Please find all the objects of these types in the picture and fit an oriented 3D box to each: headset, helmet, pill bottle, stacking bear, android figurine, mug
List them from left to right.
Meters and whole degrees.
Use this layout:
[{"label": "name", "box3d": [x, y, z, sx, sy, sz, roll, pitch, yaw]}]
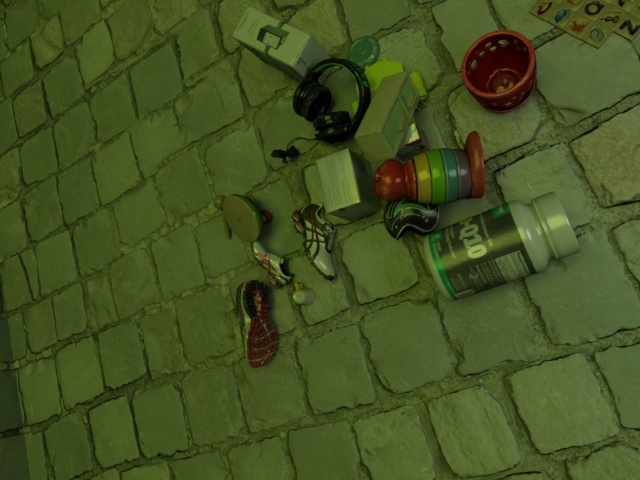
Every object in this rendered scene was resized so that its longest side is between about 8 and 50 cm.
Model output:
[{"label": "mug", "box3d": [-0.067, 0.184, 1.691, 0.078, 0.064, 0.062, 38, 102, 25]}, {"label": "headset", "box3d": [-0.011, -0.413, 1.653, 0.243, 0.185, 0.394, 54, 129, 13]}, {"label": "android figurine", "box3d": [0.215, -0.463, 1.629, 0.248, 0.056, 0.272, -23, 76, 23]}, {"label": "helmet", "box3d": [0.270, -0.082, 1.501, 0.162, 0.169, 0.169, 5, 86, 11]}, {"label": "stacking bear", "box3d": [0.288, -0.176, 1.380, 0.289, 0.175, 0.164, -7, 69, 6]}, {"label": "pill bottle", "box3d": [0.481, 0.015, 1.361, 0.361, 0.204, 0.204, -24, 74, 22]}]

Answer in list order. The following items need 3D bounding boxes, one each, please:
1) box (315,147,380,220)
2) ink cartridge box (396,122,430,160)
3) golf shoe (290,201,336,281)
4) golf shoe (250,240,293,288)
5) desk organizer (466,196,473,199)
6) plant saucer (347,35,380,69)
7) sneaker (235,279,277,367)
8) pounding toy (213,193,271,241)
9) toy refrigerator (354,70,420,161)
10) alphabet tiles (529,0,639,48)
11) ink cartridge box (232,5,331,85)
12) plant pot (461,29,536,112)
[{"label": "box", "box3d": [0.088, -0.172, 1.589, 0.119, 0.181, 0.181, -17, 77, 25]}, {"label": "ink cartridge box", "box3d": [0.269, -0.299, 1.540, 0.099, 0.135, 0.056, -22, 78, 23]}, {"label": "golf shoe", "box3d": [0.000, 0.000, 1.661, 0.120, 0.105, 0.272, -28, 73, 14]}, {"label": "golf shoe", "box3d": [-0.168, 0.073, 1.748, 0.086, 0.067, 0.186, -36, 88, 12]}, {"label": "desk organizer", "box3d": [0.445, -0.192, 1.487, 0.047, 0.050, 0.130, -8, 81, 26]}, {"label": "plant saucer", "box3d": [0.142, -0.640, 1.705, 0.119, 0.021, 0.119, -3, 83, 27]}, {"label": "sneaker", "box3d": [-0.228, 0.288, 1.745, 0.112, 0.121, 0.299, -16, 77, 54]}, {"label": "pounding toy", "box3d": [-0.263, -0.098, 1.799, 0.237, 0.110, 0.183, 4, 120, 46]}, {"label": "toy refrigerator", "box3d": [0.202, -0.363, 1.462, 0.094, 0.102, 0.269, -4, 49, 39]}, {"label": "alphabet tiles", "box3d": [0.777, -0.709, 1.405, 0.342, 0.011, 0.285, 43, 104, 24]}, {"label": "ink cartridge box", "box3d": [-0.123, -0.658, 1.735, 0.289, 0.211, 0.121, 35, 98, 24]}, {"label": "plant pot", "box3d": [0.508, -0.466, 1.418, 0.191, 0.174, 0.191, -3, 84, 26]}]
